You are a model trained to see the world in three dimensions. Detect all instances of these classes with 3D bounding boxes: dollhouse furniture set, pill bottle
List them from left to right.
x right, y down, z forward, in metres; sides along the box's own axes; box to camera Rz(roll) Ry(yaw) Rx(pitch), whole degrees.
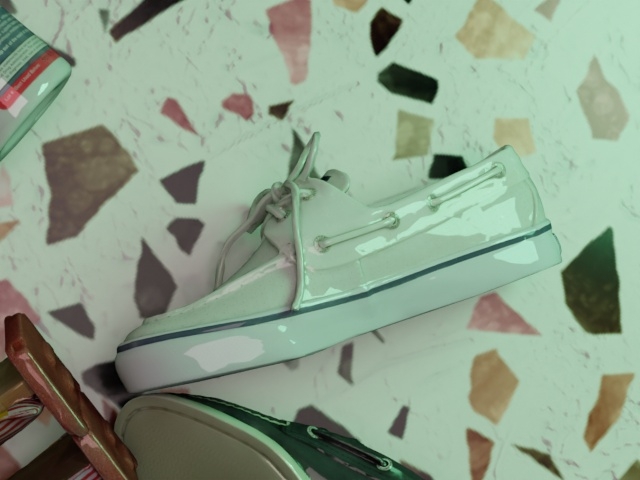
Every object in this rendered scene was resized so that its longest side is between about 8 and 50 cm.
[{"bbox_3d":[-0.284,-0.145,1.211,0.180,0.108,0.108,41,77,-6],"label":"pill bottle"},{"bbox_3d":[-0.225,0.199,1.029,0.201,0.374,0.152,-35,105,-1],"label":"dollhouse furniture set"}]

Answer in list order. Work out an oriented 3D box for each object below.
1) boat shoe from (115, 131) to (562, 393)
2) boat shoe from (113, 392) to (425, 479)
[{"bbox_3d":[0.004,-0.002,1.247,0.367,0.136,0.156,-18,88,-17],"label":"boat shoe"},{"bbox_3d":[0.009,0.200,1.233,0.340,0.113,0.127,23,117,16],"label":"boat shoe"}]
